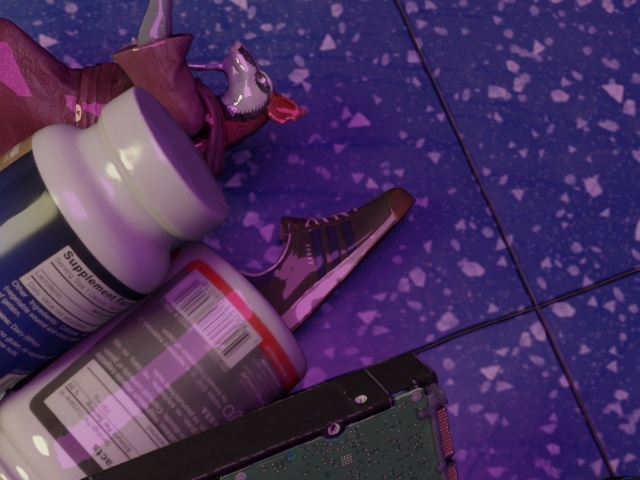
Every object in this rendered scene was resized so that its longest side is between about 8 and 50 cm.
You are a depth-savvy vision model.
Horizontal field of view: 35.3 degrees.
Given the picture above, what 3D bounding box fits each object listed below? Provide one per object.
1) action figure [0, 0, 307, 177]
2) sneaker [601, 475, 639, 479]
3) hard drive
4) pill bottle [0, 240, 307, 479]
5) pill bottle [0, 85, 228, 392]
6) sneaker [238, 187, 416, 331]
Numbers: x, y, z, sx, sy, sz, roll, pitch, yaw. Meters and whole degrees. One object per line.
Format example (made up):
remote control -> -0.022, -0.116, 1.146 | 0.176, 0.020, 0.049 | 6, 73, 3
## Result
action figure -> -0.197, -0.104, 0.885 | 0.370, 0.248, 0.275 | 2, 72, -1
sneaker -> 0.279, 0.308, 0.863 | 0.182, 0.127, 0.315 | 43, 66, 13
hard drive -> -0.047, 0.250, 0.796 | 0.339, 0.064, 0.236 | -20, 116, -14
pill bottle -> -0.163, 0.146, 0.847 | 0.283, 0.161, 0.161 | -42, 80, -15
pill bottle -> -0.213, 0.004, 0.785 | 0.265, 0.153, 0.153 | -34, 77, 6
sneaker -> 0.000, 0.000, 0.961 | 0.086, 0.064, 0.192 | 43, 76, 4
